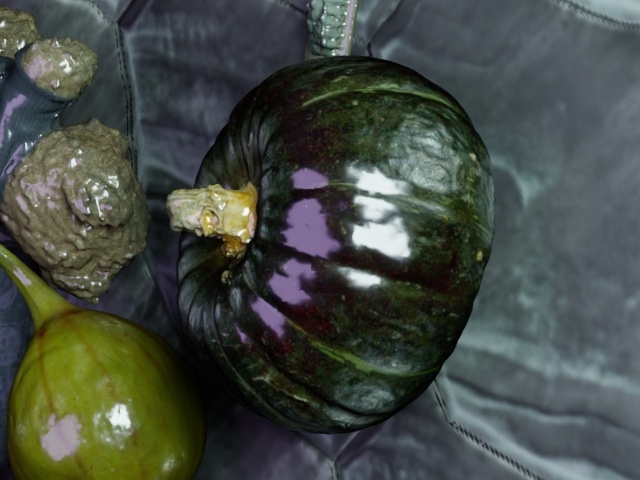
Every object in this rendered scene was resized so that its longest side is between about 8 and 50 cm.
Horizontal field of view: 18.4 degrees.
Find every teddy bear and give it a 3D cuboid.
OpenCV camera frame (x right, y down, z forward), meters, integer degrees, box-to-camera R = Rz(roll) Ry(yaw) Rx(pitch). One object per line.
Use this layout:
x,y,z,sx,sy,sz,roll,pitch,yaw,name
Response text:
-0.201,-0.072,1.250,0.251,0.129,0.182,55,162,27,teddy bear

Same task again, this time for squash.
0.005,0.001,1.012,0.193,0.156,0.193,-22,51,30,squash

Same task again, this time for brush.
0.014,-0.190,1.099,0.034,0.028,0.190,20,102,44,brush

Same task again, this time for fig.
-0.162,0.067,1.189,0.236,0.124,0.124,52,125,17,fig

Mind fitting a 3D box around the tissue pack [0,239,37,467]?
-0.251,0.076,1.308,0.051,0.112,0.156,14,99,47,tissue pack
